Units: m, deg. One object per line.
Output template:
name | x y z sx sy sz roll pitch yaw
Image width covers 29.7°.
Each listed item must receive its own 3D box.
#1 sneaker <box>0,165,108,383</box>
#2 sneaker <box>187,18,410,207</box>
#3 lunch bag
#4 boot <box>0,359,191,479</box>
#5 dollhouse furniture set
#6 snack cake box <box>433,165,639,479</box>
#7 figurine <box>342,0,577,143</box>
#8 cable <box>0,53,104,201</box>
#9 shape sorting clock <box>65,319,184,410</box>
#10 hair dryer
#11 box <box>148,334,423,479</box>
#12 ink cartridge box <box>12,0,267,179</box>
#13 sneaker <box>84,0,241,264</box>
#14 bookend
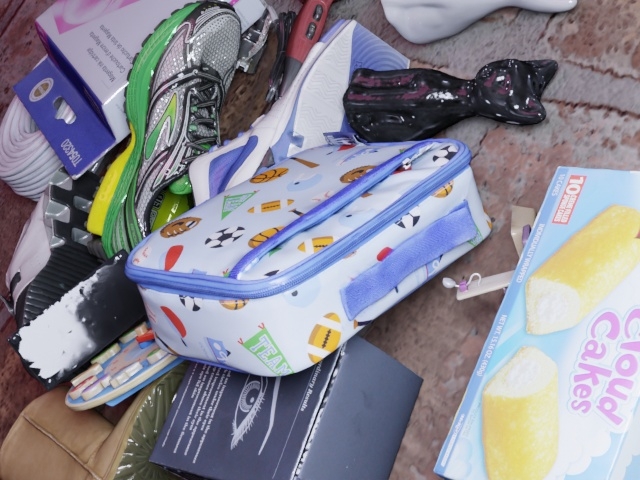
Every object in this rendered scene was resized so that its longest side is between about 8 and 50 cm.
sneaker | -0.332 0.067 1.506 0.146 0.122 0.331 -44 31 32
sneaker | -0.052 -0.094 1.291 0.182 0.127 0.316 18 78 51
lunch bag | 0.000 0.000 1.066 0.243 0.115 0.303 3 30 48
boot | -0.237 0.200 1.306 0.236 0.089 0.269 -56 31 -12
dollhouse furniture set | 0.152 0.028 1.022 0.081 0.091 0.114 -17 19 17
snack cake box | 0.210 0.082 0.889 0.152 0.089 0.264 7 68 52
figurine | 0.152 -0.196 1.188 0.209 0.092 0.215 0 61 40
cable | -0.379 -0.180 1.760 0.257 0.089 0.257 -55 36 1
shape sorting clock | -0.177 0.106 1.244 0.206 0.040 0.206 -28 11 6
hair dryer | 0.003 -0.266 1.402 0.294 0.080 0.224 -56 29 23
box | -0.033 0.163 1.084 0.207 0.108 0.153 2 64 49
ink cartridge box | -0.268 -0.272 1.609 0.330 0.071 0.324 -41 40 -3
sneaker | -0.155 -0.116 1.430 0.146 0.134 0.344 17 91 43
bookend | -0.267 0.092 1.340 0.156 0.072 0.157 -40 5 -17
